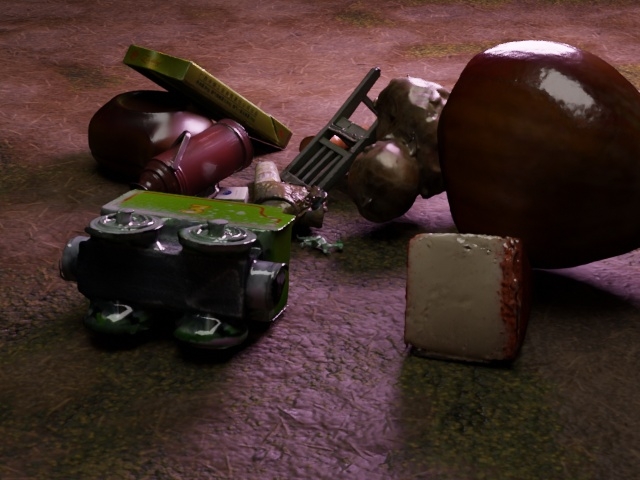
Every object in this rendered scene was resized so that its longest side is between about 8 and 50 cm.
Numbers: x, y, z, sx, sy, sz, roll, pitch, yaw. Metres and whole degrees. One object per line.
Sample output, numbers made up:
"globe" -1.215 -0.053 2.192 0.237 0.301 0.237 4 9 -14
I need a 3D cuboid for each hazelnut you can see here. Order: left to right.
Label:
"hazelnut" 0.343 -0.115 1.700 0.365 0.366 0.366 1 25 0

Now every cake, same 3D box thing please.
"cake" 0.209 0.035 1.615 0.158 0.160 0.262 4 23 14

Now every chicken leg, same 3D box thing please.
"chicken leg" -0.076 -0.042 1.877 0.196 0.080 0.125 -17 30 -23

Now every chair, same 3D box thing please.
"chair" 0.082 -0.153 2.091 0.270 0.147 0.136 -51 36 -3

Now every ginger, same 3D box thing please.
"ginger" 0.225 -0.136 1.944 0.375 0.176 0.256 5 65 -16

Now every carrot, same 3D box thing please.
"carrot" 0.043 -0.191 2.251 0.057 0.057 0.224 15 23 29

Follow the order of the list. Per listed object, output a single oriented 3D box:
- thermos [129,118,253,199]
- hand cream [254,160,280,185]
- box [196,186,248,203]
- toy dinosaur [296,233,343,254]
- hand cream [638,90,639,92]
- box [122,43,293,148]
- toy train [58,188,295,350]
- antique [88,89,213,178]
"thermos" -0.219 -0.113 1.958 0.124 0.099 0.232 51 50 4
"hand cream" -0.093 -0.095 2.045 0.061 0.039 0.143 -2 29 -6
"box" -0.166 -0.071 2.001 0.083 0.024 0.054 1 23 3
"toy dinosaur" 0.000 0.000 1.851 0.062 0.021 0.083 -6 27 -15
"hand cream" 0.660 -0.262 2.390 0.084 0.084 0.203 -1 17 -3
"box" -0.204 -0.264 2.189 0.173 0.043 0.311 22 -5 40
"toy train" -0.181 0.033 1.615 0.307 0.173 0.249 7 17 15
"antique" -0.305 -0.191 2.134 0.223 0.129 0.278 -8 24 -18
